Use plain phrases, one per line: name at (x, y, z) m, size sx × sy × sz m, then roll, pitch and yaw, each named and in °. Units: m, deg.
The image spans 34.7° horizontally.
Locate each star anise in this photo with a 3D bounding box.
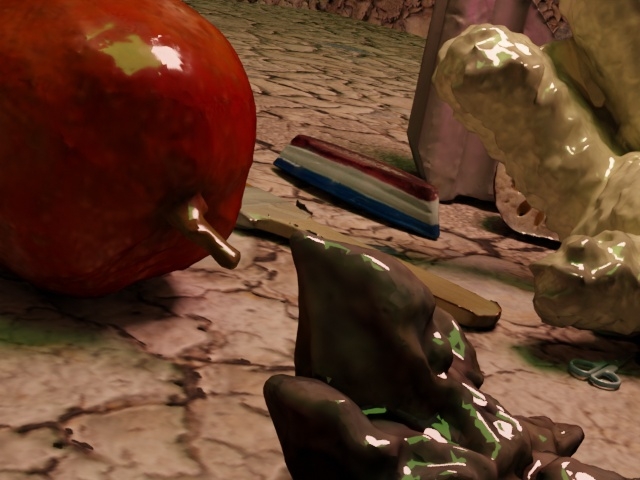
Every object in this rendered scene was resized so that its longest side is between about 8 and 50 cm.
star anise at (0.053, 0.101, 0.356) m, size 0.212 × 0.129 × 0.283 m, roll 37°, pitch 29°, yaw 20°

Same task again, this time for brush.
brush at (0.000, 0.000, 0.816) m, size 0.336 × 0.020 × 0.085 m, roll 26°, pitch 21°, yaw 38°

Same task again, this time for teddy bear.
teddy bear at (0.276, -0.051, 0.680) m, size 0.327 × 0.375 × 0.362 m, roll -31°, pitch 0°, yaw -1°

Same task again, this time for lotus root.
lotus root at (0.233, -0.057, 0.999) m, size 0.122 × 0.112 × 0.081 m, roll 15°, pitch 9°, yaw 15°

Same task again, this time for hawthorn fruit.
hawthorn fruit at (-0.128, -0.058, 0.628) m, size 0.253 × 0.205 × 0.205 m, roll 31°, pitch 25°, yaw 37°

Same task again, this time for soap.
soap at (0.243, -0.181, 1.120) m, size 0.258 × 0.302 × 0.159 m, roll 10°, pitch 9°, yaw -3°

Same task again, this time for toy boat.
toy boat at (0.040, -0.057, 0.997) m, size 0.080 × 0.046 × 0.229 m, roll 2°, pitch 17°, yaw -39°

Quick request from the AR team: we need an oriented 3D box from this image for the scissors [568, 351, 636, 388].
scissors at (0.197, 0.084, 0.690) m, size 0.036 × 0.006 × 0.083 m, roll 25°, pitch 21°, yaw 34°
